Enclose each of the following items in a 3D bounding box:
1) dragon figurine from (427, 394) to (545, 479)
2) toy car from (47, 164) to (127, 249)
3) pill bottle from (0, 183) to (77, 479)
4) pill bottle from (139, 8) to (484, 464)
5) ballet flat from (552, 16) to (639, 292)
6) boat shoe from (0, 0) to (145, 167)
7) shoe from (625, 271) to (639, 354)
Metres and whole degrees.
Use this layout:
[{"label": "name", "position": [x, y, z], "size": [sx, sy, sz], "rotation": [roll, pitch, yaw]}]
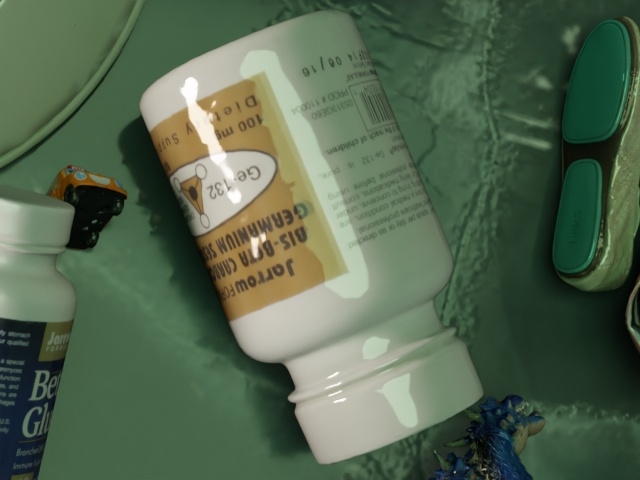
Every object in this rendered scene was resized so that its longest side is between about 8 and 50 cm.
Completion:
[{"label": "dragon figurine", "position": [0.090, 0.186, 0.893], "size": [0.144, 0.289, 0.085], "rotation": [23, 121, 11]}, {"label": "toy car", "position": [-0.173, -0.024, 0.959], "size": [0.122, 0.060, 0.040], "rotation": [0, 52, -19]}, {"label": "pill bottle", "position": [-0.182, 0.057, 0.909], "size": [0.094, 0.094, 0.169], "rotation": [12, 96, -11]}, {"label": "pill bottle", "position": [0.000, 0.000, 0.953], "size": [0.131, 0.131, 0.229], "rotation": [-23, 89, -13]}, {"label": "ballet flat", "position": [0.175, -0.050, 1.045], "size": [0.052, 0.057, 0.168], "rotation": [16, 84, -40]}, {"label": "boat shoe", "position": [-0.152, -0.180, 0.961], "size": [0.099, 0.116, 0.319], "rotation": [32, 91, 28]}, {"label": "shoe", "position": [0.220, 0.005, 1.017], "size": [0.081, 0.063, 0.178], "rotation": [-7, 90, -53]}]
